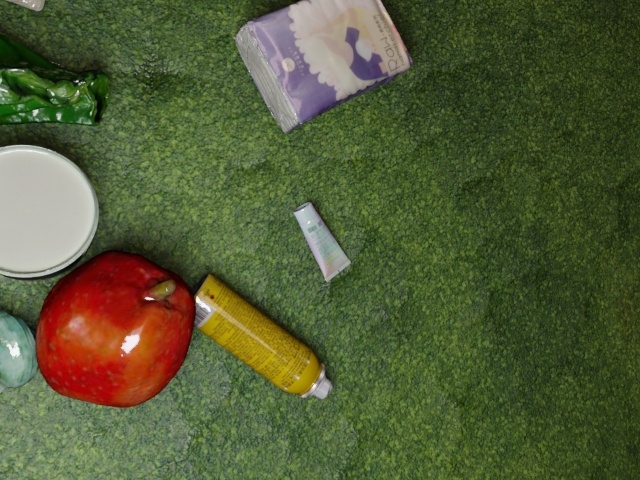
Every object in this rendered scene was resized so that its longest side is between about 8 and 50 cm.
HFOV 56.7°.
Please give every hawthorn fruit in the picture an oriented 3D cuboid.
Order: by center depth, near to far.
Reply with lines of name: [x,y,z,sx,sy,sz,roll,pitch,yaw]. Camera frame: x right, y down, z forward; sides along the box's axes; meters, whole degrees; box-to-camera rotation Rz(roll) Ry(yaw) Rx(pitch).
hawthorn fruit: [-0.333,0.144,1.007,0.265,0.307,0.265,23,52,-32]

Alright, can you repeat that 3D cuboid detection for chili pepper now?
chili pepper: [-0.578,-0.268,1.035,0.385,0.213,0.167,9,123,-16]

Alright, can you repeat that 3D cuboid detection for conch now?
conch: [-0.566,0.200,1.011,0.188,0.122,0.175,5,102,-20]

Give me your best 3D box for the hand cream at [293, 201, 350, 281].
hand cream: [0.000,0.000,1.315,0.076,0.047,0.174,-37,107,-23]

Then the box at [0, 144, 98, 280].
box: [-0.513,-0.043,1.045,0.226,0.149,0.226,3,83,-23]

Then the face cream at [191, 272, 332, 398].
face cream: [-0.118,0.209,1.202,0.349,0.105,0.105,39,71,-13]

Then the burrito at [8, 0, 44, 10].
burrito: [-0.652,-0.508,1.094,0.275,0.059,0.082,13,93,-20]

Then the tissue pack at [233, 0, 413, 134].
tissue pack: [0.015,-0.419,1.323,0.344,0.125,0.242,-32,96,-23]
